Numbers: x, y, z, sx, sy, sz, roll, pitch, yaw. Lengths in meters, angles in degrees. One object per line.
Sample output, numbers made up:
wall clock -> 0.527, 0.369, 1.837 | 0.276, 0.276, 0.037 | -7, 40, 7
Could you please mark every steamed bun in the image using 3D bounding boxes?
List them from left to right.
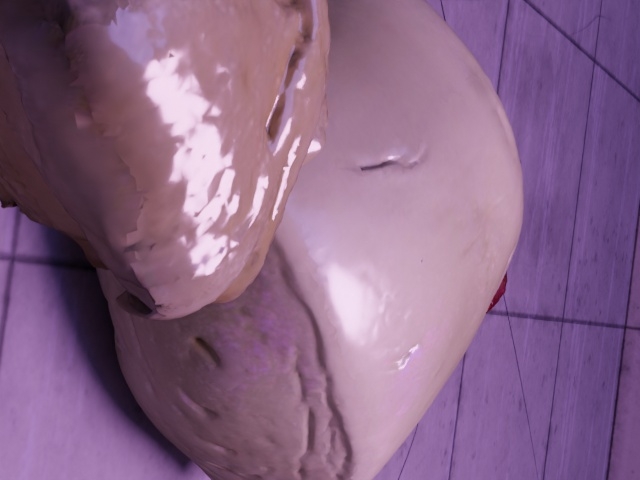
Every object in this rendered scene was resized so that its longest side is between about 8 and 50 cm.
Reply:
steamed bun -> -0.138, -0.145, 0.672 | 0.230, 0.372, 0.325 | -41, 156, -16
steamed bun -> 0.000, 0.000, 1.023 | 0.371, 0.290, 0.456 | -55, 140, -40

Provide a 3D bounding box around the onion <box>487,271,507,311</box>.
onion -> 0.104, 0.013, 1.374 | 0.230, 0.163, 0.230 | 27, 47, -34
